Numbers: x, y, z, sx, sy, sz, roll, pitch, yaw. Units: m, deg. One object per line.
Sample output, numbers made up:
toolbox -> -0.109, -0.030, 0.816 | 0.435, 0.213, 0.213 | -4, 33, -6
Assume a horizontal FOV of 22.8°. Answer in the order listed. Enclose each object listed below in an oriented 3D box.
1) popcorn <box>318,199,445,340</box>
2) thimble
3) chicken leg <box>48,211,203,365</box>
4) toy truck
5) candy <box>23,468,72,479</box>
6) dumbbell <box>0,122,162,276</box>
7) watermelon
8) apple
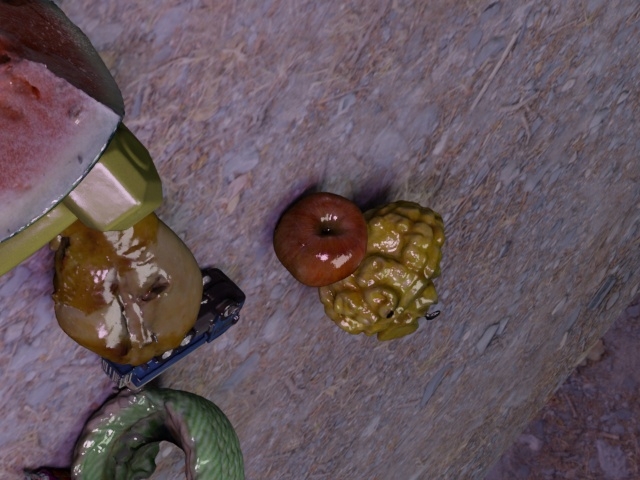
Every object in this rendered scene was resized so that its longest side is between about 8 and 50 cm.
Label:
popcorn -> 0.099, 0.045, 2.294 | 0.218, 0.169, 0.189 | -44, 154, -2
thimble -> -0.209, 0.295, 2.066 | 0.219, 0.219, 0.150 | -53, 158, 3
chicken leg -> -0.229, -0.009, 1.710 | 0.201, 0.153, 0.429 | -54, 151, -26
toy truck -> -0.187, 0.118, 2.014 | 0.202, 0.074, 0.088 | -33, 155, -35
candy -> -0.342, 0.320, 2.057 | 0.043, 0.045, 0.175 | -49, 157, 8
dumbbell -> -0.292, -0.002, 1.510 | 0.302, 0.121, 0.108 | -36, 145, 12
watermelon -> -0.299, -0.121, 1.367 | 0.213, 0.262, 0.201 | -50, 128, 3
apple -> 0.003, 0.000, 2.125 | 0.126, 0.126, 0.102 | -42, 170, -21
